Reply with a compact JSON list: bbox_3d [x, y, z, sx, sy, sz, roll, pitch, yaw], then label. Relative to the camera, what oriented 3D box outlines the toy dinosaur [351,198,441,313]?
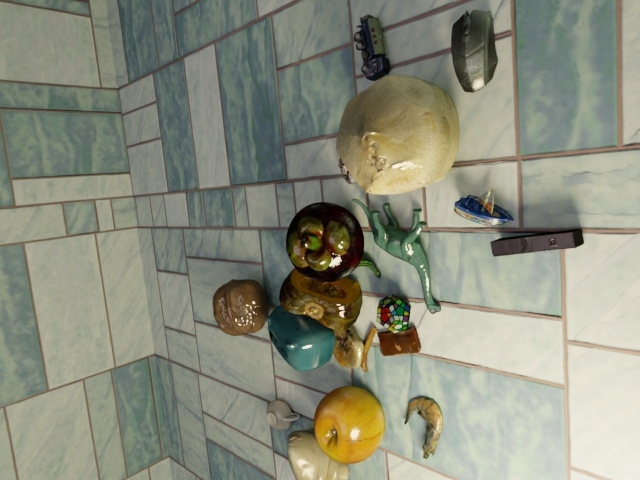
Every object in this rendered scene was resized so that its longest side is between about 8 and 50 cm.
[{"bbox_3d":[0.254,0.051,1.598,0.383,0.129,0.331,21,121,41],"label":"toy dinosaur"}]

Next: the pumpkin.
[{"bbox_3d":[0.007,0.202,1.773,0.316,0.222,0.140,17,123,11],"label":"pumpkin"}]

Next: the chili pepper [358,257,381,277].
[{"bbox_3d":[0.179,0.092,1.716,0.117,0.035,0.056,27,130,27],"label":"chili pepper"}]

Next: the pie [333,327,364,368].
[{"bbox_3d":[0.096,0.414,1.836,0.218,0.052,0.185,41,134,42],"label":"pie"}]

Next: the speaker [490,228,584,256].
[{"bbox_3d":[0.584,0.007,1.264,0.218,0.082,0.045,-9,91,44],"label":"speaker"}]

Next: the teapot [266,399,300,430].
[{"bbox_3d":[-0.191,0.829,2.198,0.226,0.092,0.145,-7,95,42],"label":"teapot"}]

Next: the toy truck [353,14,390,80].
[{"bbox_3d":[0.173,-0.639,1.540,0.088,0.074,0.202,-12,90,36],"label":"toy truck"}]

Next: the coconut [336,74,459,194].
[{"bbox_3d":[0.215,-0.301,1.363,0.346,0.360,0.347,9,103,42],"label":"coconut"}]

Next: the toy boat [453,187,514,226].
[{"bbox_3d":[0.475,-0.102,1.338,0.174,0.091,0.110,30,135,32],"label":"toy boat"}]

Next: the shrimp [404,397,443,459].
[{"bbox_3d":[0.362,0.659,1.648,0.150,0.051,0.218,16,102,45],"label":"shrimp"}]

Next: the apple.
[{"bbox_3d":[0.108,0.702,1.772,0.285,0.232,0.287,10,104,43],"label":"apple"}]

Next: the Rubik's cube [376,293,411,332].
[{"bbox_3d":[0.254,0.254,1.617,0.133,0.133,0.112,35,95,34],"label":"Rubik's cube"}]

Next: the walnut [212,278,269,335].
[{"bbox_3d":[-0.366,0.305,2.157,0.273,0.226,0.274,13,110,39],"label":"walnut"}]

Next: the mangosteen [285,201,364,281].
[{"bbox_3d":[0.005,-0.002,1.674,0.300,0.300,0.301,11,107,43],"label":"mangosteen"}]

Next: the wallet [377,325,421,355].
[{"bbox_3d":[0.282,0.365,1.675,0.176,0.026,0.095,-23,77,44],"label":"wallet"}]

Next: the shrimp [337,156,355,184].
[{"bbox_3d":[0.095,-0.286,1.699,0.065,0.056,0.165,11,117,59],"label":"shrimp"}]

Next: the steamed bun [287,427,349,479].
[{"bbox_3d":[-0.001,0.930,1.933,0.310,0.219,0.325,95,154,-73],"label":"steamed bun"}]

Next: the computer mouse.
[{"bbox_3d":[0.423,-0.535,1.310,0.126,0.071,0.232,1,99,44],"label":"computer mouse"}]

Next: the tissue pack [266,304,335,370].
[{"bbox_3d":[-0.093,0.386,1.888,0.287,0.205,0.198,43,134,46],"label":"tissue pack"}]

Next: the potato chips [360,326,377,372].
[{"bbox_3d":[0.182,0.415,1.784,0.037,0.026,0.204,26,115,36],"label":"potato chips"}]
